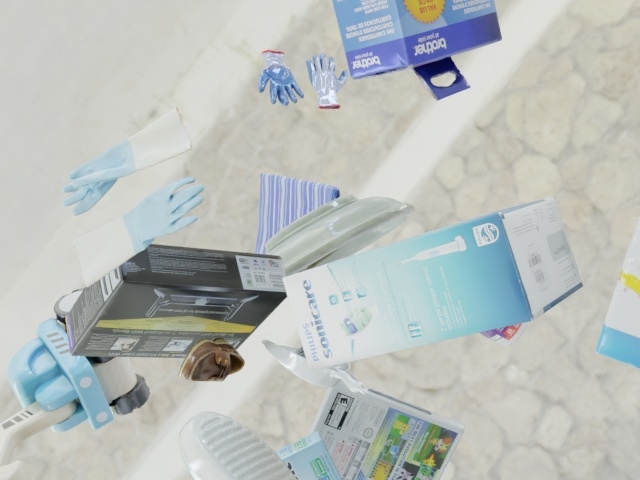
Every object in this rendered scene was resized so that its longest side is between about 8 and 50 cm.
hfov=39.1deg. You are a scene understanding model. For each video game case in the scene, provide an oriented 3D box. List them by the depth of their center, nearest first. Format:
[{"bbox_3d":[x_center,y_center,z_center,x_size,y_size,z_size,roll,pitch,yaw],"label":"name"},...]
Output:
[{"bbox_3d":[0.110,0.480,1.956,0.036,0.299,0.329,-74,5,-69],"label":"video game case"}]

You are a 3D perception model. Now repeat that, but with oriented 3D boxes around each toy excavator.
[{"bbox_3d":[-0.604,0.363,1.985,0.445,0.433,0.222,-29,-53,-22],"label":"toy excavator"}]

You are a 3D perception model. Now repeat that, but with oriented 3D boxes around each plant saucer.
[{"bbox_3d":[0.000,0.000,1.843,0.400,0.101,0.400,-30,-5,-3],"label":"plant saucer"}]

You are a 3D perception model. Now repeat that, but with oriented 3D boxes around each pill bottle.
[{"bbox_3d":[0.327,0.129,1.857,0.108,0.193,0.108,-57,11,18],"label":"pill bottle"}]

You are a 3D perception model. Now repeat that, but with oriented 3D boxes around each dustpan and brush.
[{"bbox_3d":[0.010,0.213,1.503,0.147,0.211,0.060,16,-72,-39],"label":"dustpan and brush"}]

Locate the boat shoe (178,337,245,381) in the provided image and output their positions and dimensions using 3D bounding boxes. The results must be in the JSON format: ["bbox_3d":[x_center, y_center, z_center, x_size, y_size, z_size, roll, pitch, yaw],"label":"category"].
[{"bbox_3d":[-0.173,0.198,1.467,0.064,0.060,0.178,-64,-15,7],"label":"boat shoe"}]

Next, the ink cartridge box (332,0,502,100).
[{"bbox_3d":[0.156,-0.440,1.542,0.270,0.396,0.151,-25,17,-39],"label":"ink cartridge box"}]

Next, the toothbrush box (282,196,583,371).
[{"bbox_3d":[0.138,0.051,1.104,0.295,0.126,0.216,-16,-1,30],"label":"toothbrush box"}]

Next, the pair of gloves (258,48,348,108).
[{"bbox_3d":[-0.034,-0.335,1.867,0.198,0.159,0.023,0,-34,-14],"label":"pair of gloves"}]

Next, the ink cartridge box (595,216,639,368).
[{"bbox_3d":[0.645,0.085,1.621,0.198,0.197,0.270,-30,-45,-56],"label":"ink cartridge box"}]

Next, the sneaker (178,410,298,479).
[{"bbox_3d":[-0.080,0.375,1.137,0.150,0.366,0.135,-36,19,12],"label":"sneaker"}]

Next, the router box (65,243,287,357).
[{"bbox_3d":[-0.243,0.110,1.532,0.308,0.081,0.243,7,-38,-35],"label":"router box"}]

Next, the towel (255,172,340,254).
[{"bbox_3d":[-0.070,-0.049,2.484,0.040,0.336,0.243,-5,-77,-41],"label":"towel"}]

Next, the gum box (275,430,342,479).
[{"bbox_3d":[-0.054,0.489,1.805,0.184,0.157,0.041,-26,23,-5],"label":"gum box"}]

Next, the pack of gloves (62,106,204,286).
[{"bbox_3d":[-0.287,-0.071,1.324,0.232,0.195,0.046,-29,-28,13],"label":"pack of gloves"}]
